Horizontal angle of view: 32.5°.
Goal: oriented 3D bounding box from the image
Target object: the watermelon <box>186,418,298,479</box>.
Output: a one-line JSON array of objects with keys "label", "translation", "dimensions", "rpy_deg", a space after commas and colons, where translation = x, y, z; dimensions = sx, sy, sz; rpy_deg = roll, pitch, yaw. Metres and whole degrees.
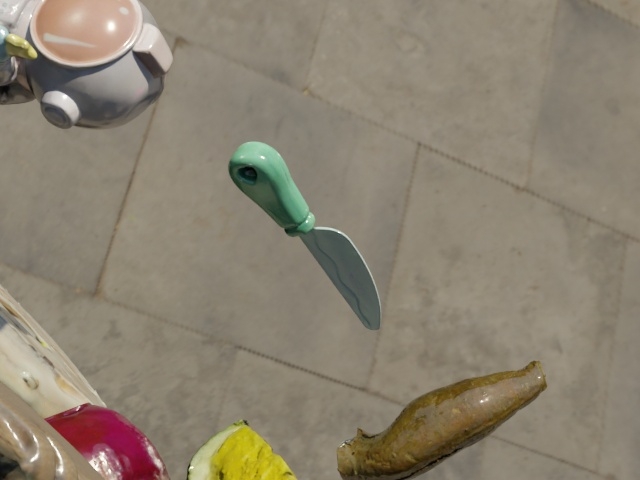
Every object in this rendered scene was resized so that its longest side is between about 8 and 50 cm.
[{"label": "watermelon", "translation": [-0.024, 0.238, 0.760], "dimensions": [0.123, 0.301, 0.129], "rpy_deg": [29, 97, -35]}]

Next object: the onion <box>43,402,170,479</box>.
[{"label": "onion", "translation": [-0.227, 0.218, 0.843], "dimensions": [0.218, 0.195, 0.139], "rpy_deg": [-18, 79, -42]}]

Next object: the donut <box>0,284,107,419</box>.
[{"label": "donut", "translation": [-0.407, 0.143, 1.322], "dimensions": [0.142, 0.382, 0.382], "rpy_deg": [-42, 95, -9]}]

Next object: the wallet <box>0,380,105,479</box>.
[{"label": "wallet", "translation": [-0.125, 0.054, 0.364], "dimensions": [0.118, 0.152, 0.039], "rpy_deg": [35, 76, 28]}]

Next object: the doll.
[{"label": "doll", "translation": [-0.243, -0.148, 0.804], "dimensions": [0.287, 0.151, 0.151], "rpy_deg": [13, 66, 12]}]

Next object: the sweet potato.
[{"label": "sweet potato", "translation": [0.148, 0.218, 1.349], "dimensions": [0.286, 0.112, 0.085], "rpy_deg": [-31, 99, -1]}]

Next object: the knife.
[{"label": "knife", "translation": [0.001, -0.001, 1.114], "dimensions": [0.260, 0.063, 0.034], "rpy_deg": [49, 40, -26]}]
